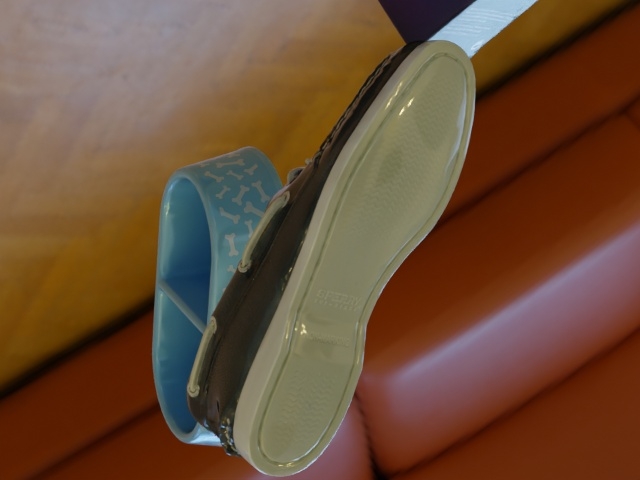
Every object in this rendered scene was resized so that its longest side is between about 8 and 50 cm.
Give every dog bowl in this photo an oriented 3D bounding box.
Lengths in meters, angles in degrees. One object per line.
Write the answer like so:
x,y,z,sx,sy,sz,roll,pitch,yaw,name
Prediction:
-0.098,0.059,1.497,0.074,0.166,0.297,-5,113,-26,dog bowl

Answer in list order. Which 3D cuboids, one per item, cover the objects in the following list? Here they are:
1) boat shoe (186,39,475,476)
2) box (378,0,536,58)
0.000,0.000,1.045,0.114,0.091,0.303,30,87,-47,boat shoe
0.082,-0.285,1.107,0.184,0.261,0.103,-38,165,24,box
